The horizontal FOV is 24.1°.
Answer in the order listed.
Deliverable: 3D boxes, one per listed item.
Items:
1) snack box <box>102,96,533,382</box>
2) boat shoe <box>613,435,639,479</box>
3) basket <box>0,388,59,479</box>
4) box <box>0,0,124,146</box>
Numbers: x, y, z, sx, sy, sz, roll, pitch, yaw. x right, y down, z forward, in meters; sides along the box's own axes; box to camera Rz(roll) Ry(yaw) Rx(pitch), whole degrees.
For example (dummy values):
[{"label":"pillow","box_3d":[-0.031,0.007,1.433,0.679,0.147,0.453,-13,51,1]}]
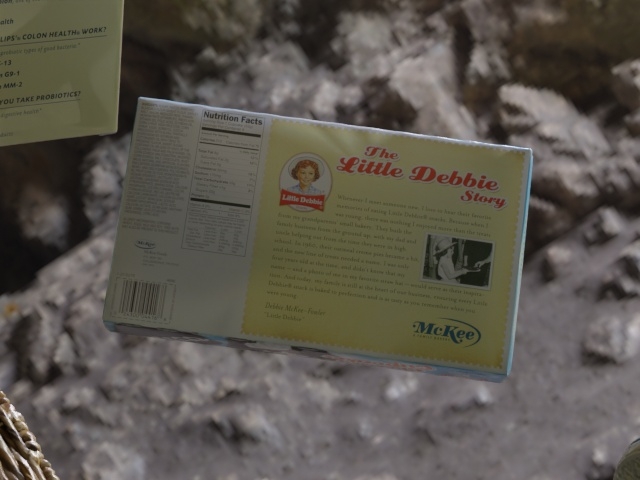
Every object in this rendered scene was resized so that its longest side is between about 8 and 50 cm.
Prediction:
[{"label":"snack box","box_3d":[0.000,0.000,1.203,0.322,0.187,0.060,8,-12,0]},{"label":"boat shoe","box_3d":[0.423,0.203,1.353,0.156,0.187,0.500,-28,-13,-24]},{"label":"basket","box_3d":[-0.325,0.270,1.214,0.213,0.299,0.223,-18,-34,-35]},{"label":"box","box_3d":[-0.284,-0.208,1.260,0.214,0.243,0.117,-10,37,-26]}]
